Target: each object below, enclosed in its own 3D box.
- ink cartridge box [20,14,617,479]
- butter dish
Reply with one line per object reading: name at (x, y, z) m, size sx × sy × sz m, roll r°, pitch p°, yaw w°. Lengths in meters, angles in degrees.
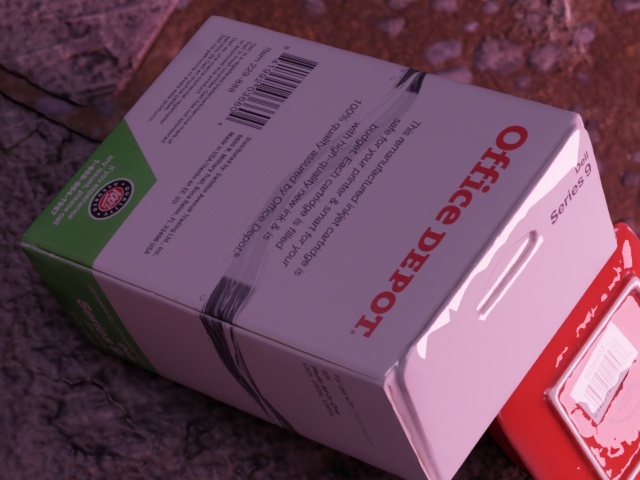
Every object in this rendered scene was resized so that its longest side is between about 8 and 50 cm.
ink cartridge box at (0.000, 0.000, 1.140) m, size 0.289 × 0.121 × 0.211 m, roll 20°, pitch 60°, yaw 36°
butter dish at (0.151, 0.086, 1.207) m, size 0.160 × 0.118 × 0.160 m, roll -50°, pitch 125°, yaw -23°
